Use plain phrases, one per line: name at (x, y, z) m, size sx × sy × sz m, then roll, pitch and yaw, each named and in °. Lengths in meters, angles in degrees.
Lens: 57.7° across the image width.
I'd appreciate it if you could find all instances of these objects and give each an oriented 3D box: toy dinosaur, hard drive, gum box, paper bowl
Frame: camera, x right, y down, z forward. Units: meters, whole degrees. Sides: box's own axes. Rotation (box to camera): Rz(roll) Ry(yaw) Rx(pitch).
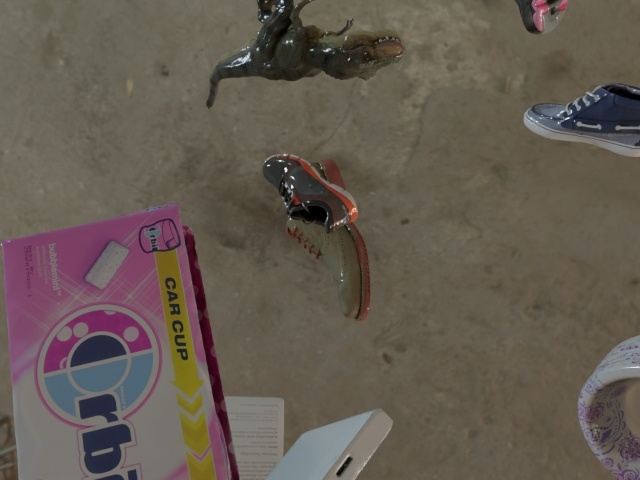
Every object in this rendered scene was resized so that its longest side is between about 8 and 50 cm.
toy dinosaur at (-0.037, -0.194, 0.536) m, size 0.268 × 0.064 × 0.118 m, roll 7°, pitch 90°, yaw 49°
hard drive at (-0.019, 0.374, 0.930) m, size 0.040 × 0.203 × 0.307 m, roll 46°, pitch 148°, yaw 1°
gum box at (-0.120, 0.075, 0.353) m, size 0.107 × 0.062 × 0.189 m, roll -13°, pitch 73°, yaw -6°
paper bowl at (0.541, 0.260, 0.839) m, size 0.284 × 0.148 × 0.284 m, roll 34°, pitch 141°, yaw 33°

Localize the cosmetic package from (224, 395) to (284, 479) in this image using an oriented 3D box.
cosmetic package at (-0.170, 0.539, 1.224) m, size 0.217 × 0.156 × 0.385 m, roll 123°, pitch 148°, yaw -63°

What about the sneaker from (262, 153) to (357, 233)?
sneaker at (-0.028, -0.061, 0.757) m, size 0.157 × 0.065 × 0.061 m, roll 31°, pitch 144°, yaw 29°

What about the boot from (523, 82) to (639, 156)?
boot at (0.381, -0.186, 0.823) m, size 0.189 × 0.069 × 0.086 m, roll 24°, pitch 143°, yaw 37°

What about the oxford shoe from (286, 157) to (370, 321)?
oxford shoe at (0.000, 0.000, 1.109) m, size 0.123 × 0.130 × 0.349 m, roll 111°, pitch 146°, yaw -54°

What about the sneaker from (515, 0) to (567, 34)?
sneaker at (0.135, -0.201, 0.407) m, size 0.057 × 0.047 × 0.120 m, roll -4°, pitch 104°, yaw 54°
